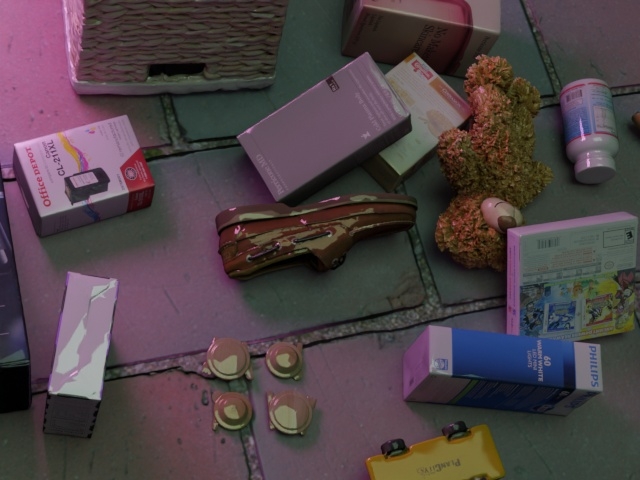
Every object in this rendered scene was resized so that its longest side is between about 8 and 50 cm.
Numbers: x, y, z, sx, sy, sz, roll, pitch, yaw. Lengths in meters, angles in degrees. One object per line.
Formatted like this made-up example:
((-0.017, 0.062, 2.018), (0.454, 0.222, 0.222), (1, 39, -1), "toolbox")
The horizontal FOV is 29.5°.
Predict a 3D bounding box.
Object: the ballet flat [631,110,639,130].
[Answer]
((0.629, -0.153, 2.044), (0.232, 0.080, 0.073), (17, 79, -4), "ballet flat")

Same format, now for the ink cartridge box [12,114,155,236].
((-0.347, -0.094, 1.775), (0.175, 0.072, 0.127), (-18, 72, -21), "ink cartridge box")

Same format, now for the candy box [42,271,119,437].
((-0.317, 0.155, 1.602), (0.070, 0.196, 0.165), (9, 65, -10), "candy box")

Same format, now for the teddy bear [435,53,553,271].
((0.278, -0.123, 1.887), (0.245, 0.113, 0.338), (53, 49, -38), "teddy bear")

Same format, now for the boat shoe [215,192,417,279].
((0.000, 0.000, 1.809), (0.307, 0.111, 0.104), (-8, 72, -7), "boat shoe")

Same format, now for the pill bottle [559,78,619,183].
((0.444, -0.179, 2.000), (0.087, 0.087, 0.160), (4, 66, -12), "pill bottle")

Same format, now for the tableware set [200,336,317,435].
((-0.088, 0.208, 1.735), (0.168, 0.020, 0.141), (4, 67, -12), "tableware set")

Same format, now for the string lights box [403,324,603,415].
((0.262, 0.193, 1.764), (0.259, 0.133, 0.077), (7, 64, -11), "string lights box")

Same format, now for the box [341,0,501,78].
((0.163, -0.370, 1.982), (0.232, 0.148, 0.127), (9, 65, -9), "box")

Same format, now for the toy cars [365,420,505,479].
((0.102, 0.405, 1.662), (0.176, 0.087, 0.394), (31, 66, 7), "toy cars")

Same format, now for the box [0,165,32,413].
((-0.552, 0.032, 1.592), (0.293, 0.212, 0.395), (-8, 68, -16), "box")

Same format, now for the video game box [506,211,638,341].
((0.382, 0.061, 1.844), (0.205, 0.048, 0.187), (-8, 106, -17), "video game box")

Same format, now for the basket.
((-0.227, -0.428, 1.849), (0.328, 0.266, 0.331), (-4, 66, -14), "basket")

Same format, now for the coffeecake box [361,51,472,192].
((0.131, -0.189, 1.938), (0.185, 0.068, 0.142), (-40, 80, -25), "coffeecake box")

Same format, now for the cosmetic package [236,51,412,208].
((0.007, -0.161, 1.827), (0.238, 0.107, 0.127), (-34, 80, 0), "cosmetic package")
